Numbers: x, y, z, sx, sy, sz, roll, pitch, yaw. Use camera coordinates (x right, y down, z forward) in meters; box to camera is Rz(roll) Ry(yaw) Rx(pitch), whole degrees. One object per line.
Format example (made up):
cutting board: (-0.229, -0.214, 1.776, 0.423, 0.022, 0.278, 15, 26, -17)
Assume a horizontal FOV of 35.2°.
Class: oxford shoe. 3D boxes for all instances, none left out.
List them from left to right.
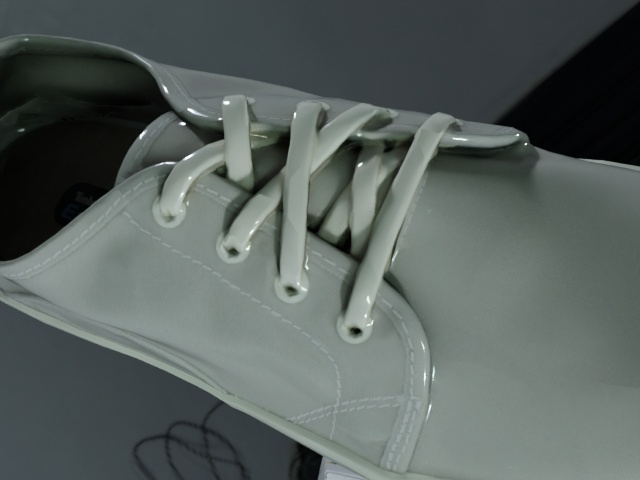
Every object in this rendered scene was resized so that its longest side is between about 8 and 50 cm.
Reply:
oxford shoe: (0.000, 0.000, 0.441, 0.169, 0.449, 0.130, -65, 155, -25)

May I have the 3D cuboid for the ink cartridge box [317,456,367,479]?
ink cartridge box: (0.021, 0.242, 0.835, 0.061, 0.104, 0.181, 12, -6, 1)
